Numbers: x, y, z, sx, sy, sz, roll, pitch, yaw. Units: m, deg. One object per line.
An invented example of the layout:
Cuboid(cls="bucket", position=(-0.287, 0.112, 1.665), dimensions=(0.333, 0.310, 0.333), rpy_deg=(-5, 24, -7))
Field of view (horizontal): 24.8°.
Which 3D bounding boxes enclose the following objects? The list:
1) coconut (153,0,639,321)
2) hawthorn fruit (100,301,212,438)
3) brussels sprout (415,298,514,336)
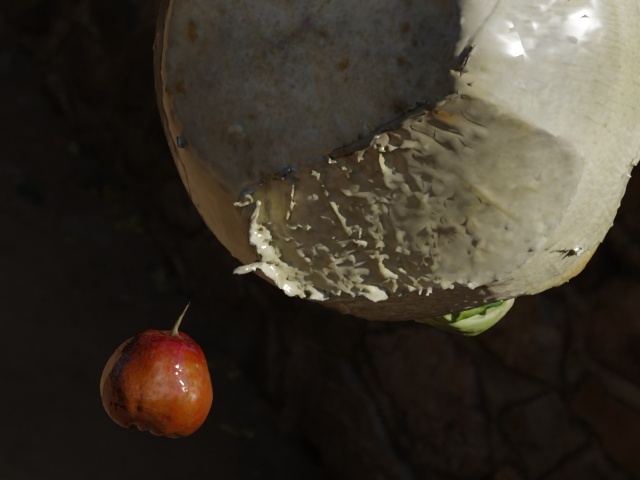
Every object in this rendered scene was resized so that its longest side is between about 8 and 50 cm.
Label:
Cuboid(cls="coconut", position=(0.073, -0.110, 1.049), dimensions=(0.346, 0.346, 0.360), rpy_deg=(36, 12, 24))
Cuboid(cls="hawthorn fruit", position=(-0.180, 0.149, 1.571), dimensions=(0.125, 0.140, 0.125), rpy_deg=(-14, 8, 2))
Cuboid(cls="brussels sprout", position=(0.160, 0.009, 1.788), dimensions=(0.161, 0.223, 0.223), rpy_deg=(23, 17, 32))
